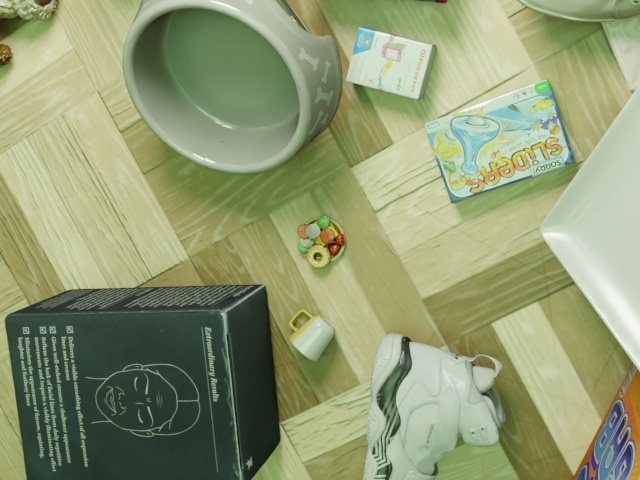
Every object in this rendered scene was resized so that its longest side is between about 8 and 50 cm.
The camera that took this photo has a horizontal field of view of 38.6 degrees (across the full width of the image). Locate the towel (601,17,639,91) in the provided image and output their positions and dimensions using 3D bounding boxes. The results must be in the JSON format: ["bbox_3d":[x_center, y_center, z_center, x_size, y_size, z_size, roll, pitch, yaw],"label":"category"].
[{"bbox_3d":[0.546,-0.417,1.305,0.331,0.053,0.317,-20,95,17],"label":"towel"}]

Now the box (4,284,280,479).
[{"bbox_3d":[-0.293,0.239,1.554,0.395,0.212,0.294,-2,99,16],"label":"box"}]

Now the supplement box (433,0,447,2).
[{"bbox_3d":[0.087,-0.431,1.390,0.220,0.114,0.111,8,101,11],"label":"supplement box"}]

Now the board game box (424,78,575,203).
[{"bbox_3d":[0.279,-0.153,1.429,0.201,0.035,0.136,-19,94,17],"label":"board game box"}]

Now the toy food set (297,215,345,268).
[{"bbox_3d":[0.000,0.000,1.535,0.083,0.020,0.083,-38,89,18],"label":"toy food set"}]

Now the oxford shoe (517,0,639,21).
[{"bbox_3d":[0.477,-0.381,1.239,0.449,0.130,0.169,5,104,16],"label":"oxford shoe"}]

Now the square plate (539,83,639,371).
[{"bbox_3d":[0.464,-0.019,1.175,0.347,0.049,0.344,-63,40,37],"label":"square plate"}]

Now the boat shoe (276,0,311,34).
[{"bbox_3d":[-0.120,-0.380,1.418,0.109,0.091,0.305,-39,108,15],"label":"boat shoe"}]

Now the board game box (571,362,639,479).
[{"bbox_3d":[0.553,0.433,1.293,0.356,0.356,0.357,25,105,9],"label":"board game box"}]

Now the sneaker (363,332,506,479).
[{"bbox_3d":[0.185,0.340,1.486,0.210,0.137,0.366,5,98,16],"label":"sneaker"}]

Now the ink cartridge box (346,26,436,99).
[{"bbox_3d":[0.112,-0.279,1.441,0.122,0.052,0.089,16,103,10],"label":"ink cartridge box"}]

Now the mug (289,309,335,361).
[{"bbox_3d":[-0.015,0.156,1.548,0.078,0.062,0.064,40,99,-2],"label":"mug"}]

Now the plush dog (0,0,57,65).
[{"bbox_3d":[-0.613,-0.401,1.541,0.210,0.262,0.225,29,97,42],"label":"plush dog"}]

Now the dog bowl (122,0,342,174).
[{"bbox_3d":[-0.144,-0.251,1.401,0.348,0.102,0.349,13,135,14],"label":"dog bowl"}]
